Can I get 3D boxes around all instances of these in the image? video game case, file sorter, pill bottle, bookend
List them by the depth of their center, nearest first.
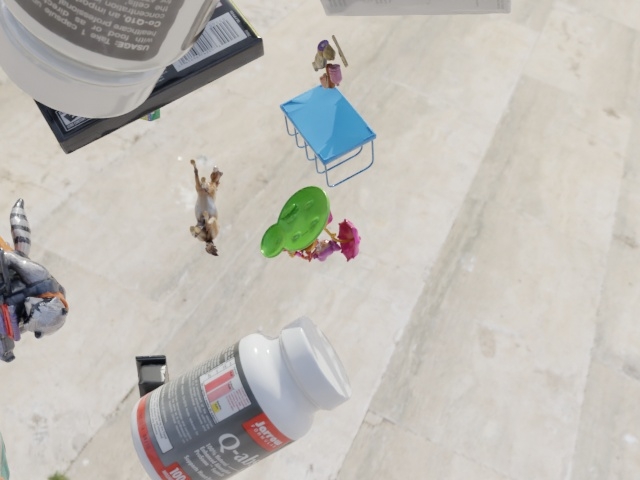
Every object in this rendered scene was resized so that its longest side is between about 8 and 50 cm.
[{"bbox_3d":[-0.169,-0.281,0.644,0.204,0.361,0.204,18,52,-24],"label":"pill bottle"},{"bbox_3d":[-0.250,-0.265,0.927,0.275,0.035,0.248,-31,68,-13],"label":"video game case"},{"bbox_3d":[-0.142,0.298,1.338,0.363,0.210,0.210,-31,51,10],"label":"pill bottle"},{"bbox_3d":[0.016,-0.208,1.460,0.118,0.104,0.170,-29,62,-12],"label":"file sorter"},{"bbox_3d":[-0.387,0.374,1.688,0.072,0.156,0.157,-2,38,-7],"label":"bookend"}]

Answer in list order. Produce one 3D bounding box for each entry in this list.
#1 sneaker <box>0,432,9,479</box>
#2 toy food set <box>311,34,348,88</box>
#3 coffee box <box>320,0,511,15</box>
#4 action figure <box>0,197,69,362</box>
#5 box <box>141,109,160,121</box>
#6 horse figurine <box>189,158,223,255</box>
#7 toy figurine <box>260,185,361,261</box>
[{"bbox_3d":[-0.658,0.508,1.432,0.108,0.121,0.302,3,75,-9],"label":"sneaker"},{"bbox_3d":[0.011,-0.282,1.203,0.019,0.122,0.077,-23,84,-17],"label":"toy food set"},{"bbox_3d":[0.153,-0.610,1.219,0.338,0.337,0.334,3,71,15],"label":"coffee box"},{"bbox_3d":[-0.552,0.034,1.320,0.179,0.341,0.330,-24,59,-34],"label":"action figure"},{"bbox_3d":[-0.489,-0.371,1.861,0.179,0.105,0.043,16,29,25],"label":"box"},{"bbox_3d":[-0.279,-0.076,1.796,0.066,0.174,0.263,-5,74,1],"label":"horse figurine"},{"bbox_3d":[0.000,0.000,1.402,0.159,0.173,0.130,30,30,-41],"label":"toy figurine"}]
